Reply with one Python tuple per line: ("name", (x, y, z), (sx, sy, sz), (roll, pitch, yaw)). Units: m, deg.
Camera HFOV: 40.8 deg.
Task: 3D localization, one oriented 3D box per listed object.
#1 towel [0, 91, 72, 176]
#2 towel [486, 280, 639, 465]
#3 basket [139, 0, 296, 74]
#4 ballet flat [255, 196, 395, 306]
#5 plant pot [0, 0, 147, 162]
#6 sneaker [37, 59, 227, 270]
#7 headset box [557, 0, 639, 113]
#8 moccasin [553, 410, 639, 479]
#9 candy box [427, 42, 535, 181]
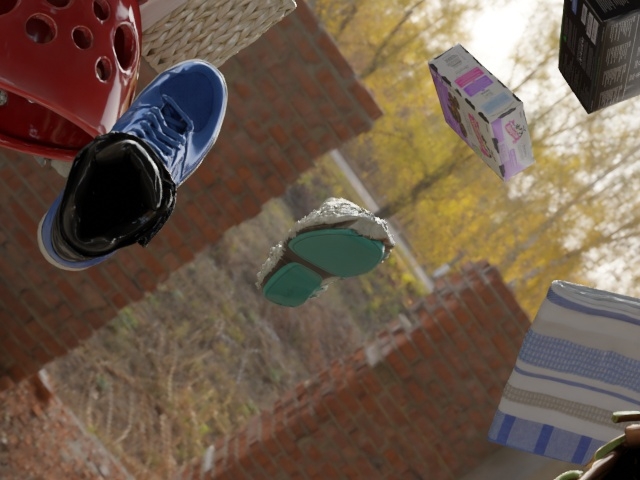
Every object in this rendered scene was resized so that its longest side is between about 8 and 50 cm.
("towel", (-0.438, -0.291, 1.279), (0.056, 0.324, 0.312), (-17, 44, -41))
("towel", (0.361, 0.190, 1.146), (0.209, 0.285, 0.034), (15, 31, 0))
("basket", (-0.120, -0.243, 0.866), (0.103, 0.167, 0.113), (50, 5, -38))
("ballet flat", (0.000, 0.000, 1.429), (0.147, 0.147, 0.409), (55, -31, -1))
("plant pot", (-0.231, -0.172, 0.672), (0.191, 0.191, 0.174), (41, 59, -63))
("sneaker", (-0.094, -0.047, 0.476), (0.058, 0.152, 0.084), (45, -21, -16))
("headset box", (0.584, -0.389, 1.517), (0.246, 0.283, 0.131), (70, -1, -58))
("moccasin", (0.202, 0.161, 0.496), (0.380, 0.147, 0.139), (-9, 51, -38))
("candy box", (0.282, -0.224, 1.505), (0.196, 0.070, 0.165), (55, -3, 39))
